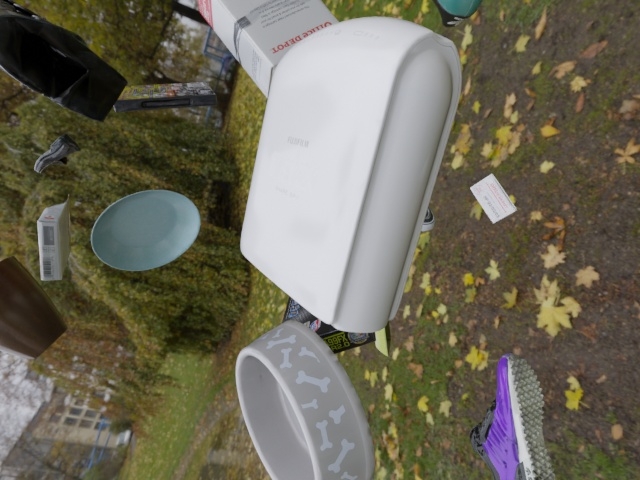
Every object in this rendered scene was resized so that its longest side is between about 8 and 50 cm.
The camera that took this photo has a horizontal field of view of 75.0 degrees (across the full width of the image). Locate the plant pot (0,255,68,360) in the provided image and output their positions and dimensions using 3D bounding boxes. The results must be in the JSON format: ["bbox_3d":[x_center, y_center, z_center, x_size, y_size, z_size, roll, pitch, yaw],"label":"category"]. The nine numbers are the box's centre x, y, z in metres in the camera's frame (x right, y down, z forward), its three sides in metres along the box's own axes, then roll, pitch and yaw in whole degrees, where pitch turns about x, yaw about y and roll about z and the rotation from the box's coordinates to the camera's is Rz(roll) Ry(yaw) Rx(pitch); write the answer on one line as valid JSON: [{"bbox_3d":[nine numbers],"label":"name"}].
[{"bbox_3d":[-0.789,0.196,1.077,0.215,0.230,0.215,-39,16,14],"label":"plant pot"}]

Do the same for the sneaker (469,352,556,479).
[{"bbox_3d":[0.368,0.380,0.847,0.146,0.102,0.292,-17,73,49],"label":"sneaker"}]

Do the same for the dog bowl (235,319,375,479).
[{"bbox_3d":[-0.051,0.332,0.789,0.349,0.102,0.348,29,126,49],"label":"dog bowl"}]

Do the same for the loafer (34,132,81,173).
[{"bbox_3d":[-0.797,-0.249,1.259,0.170,0.061,0.062,-32,29,23],"label":"loafer"}]

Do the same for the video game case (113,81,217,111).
[{"bbox_3d":[-0.431,-0.404,1.165,0.275,0.249,0.035,-127,31,-57],"label":"video game case"}]

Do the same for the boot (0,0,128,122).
[{"bbox_3d":[-0.596,-0.369,0.688,0.445,0.367,0.146,38,107,29],"label":"boot"}]

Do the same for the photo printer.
[{"bbox_3d":[0.016,-0.088,0.479,0.256,0.107,0.307,31,111,52],"label":"photo printer"}]

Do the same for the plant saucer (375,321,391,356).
[{"bbox_3d":[0.226,0.311,1.553,0.188,0.045,0.188,-25,-72,-76],"label":"plant saucer"}]

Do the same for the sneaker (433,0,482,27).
[{"bbox_3d":[0.158,-0.463,0.623,0.121,0.108,0.301,110,143,-77],"label":"sneaker"}]

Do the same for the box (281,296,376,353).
[{"bbox_3d":[0.018,0.174,1.008,0.217,0.060,0.270,-21,19,13],"label":"box"}]

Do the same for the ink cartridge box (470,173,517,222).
[{"bbox_3d":[0.422,-0.104,1.025,0.062,0.104,0.181,-34,-6,21],"label":"ink cartridge box"}]

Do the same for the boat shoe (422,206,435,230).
[{"bbox_3d":[0.291,-0.167,1.394,0.104,0.113,0.306,98,157,-50],"label":"boat shoe"}]

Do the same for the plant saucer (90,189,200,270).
[{"bbox_3d":[-0.326,-0.025,0.783,0.037,0.195,0.194,51,130,33],"label":"plant saucer"}]

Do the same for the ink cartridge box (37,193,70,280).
[{"bbox_3d":[-0.607,-0.014,0.958,0.179,0.045,0.145,47,131,54],"label":"ink cartridge box"}]

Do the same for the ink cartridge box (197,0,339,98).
[{"bbox_3d":[-0.109,-0.477,0.907,0.197,0.272,0.114,-35,-8,-19],"label":"ink cartridge box"}]
